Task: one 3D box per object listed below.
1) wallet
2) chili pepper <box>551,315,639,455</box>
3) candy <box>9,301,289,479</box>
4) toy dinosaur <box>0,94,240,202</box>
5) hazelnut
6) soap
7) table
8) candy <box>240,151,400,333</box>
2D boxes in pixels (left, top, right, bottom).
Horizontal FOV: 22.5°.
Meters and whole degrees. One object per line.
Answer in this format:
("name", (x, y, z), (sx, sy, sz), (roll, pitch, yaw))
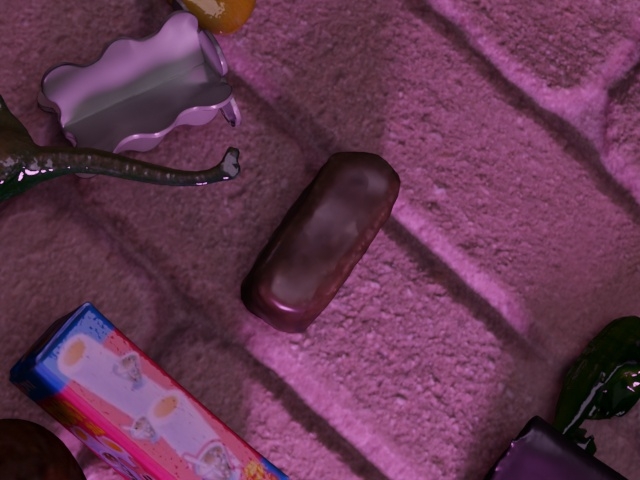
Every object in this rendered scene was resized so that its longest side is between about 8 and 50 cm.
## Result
("wallet", (0.345, 0.386, 1.990), (0.377, 0.051, 0.197), (35, 96, -12))
("chili pepper", (0.353, 0.200, 2.042), (0.099, 0.083, 0.253), (40, 74, -20))
("candy", (-0.194, 0.208, 1.794), (0.306, 0.157, 0.100), (41, 70, -9))
("toy dinosaur", (-0.338, -0.040, 1.759), (0.447, 0.087, 0.301), (-43, 90, 6))
("hazelnut", (-0.336, 0.310, 1.701), (0.218, 0.218, 0.234), (-18, 90, -22))
("soap", (-0.156, -0.320, 1.959), (0.168, 0.033, 0.089), (37, 69, -11))
("table", (-0.216, -0.167, 1.855), (0.198, 0.166, 0.166), (-27, 91, -14))
("candy", (0.000, 0.000, 1.929), (0.102, 0.104, 0.234), (34, 71, -7))
